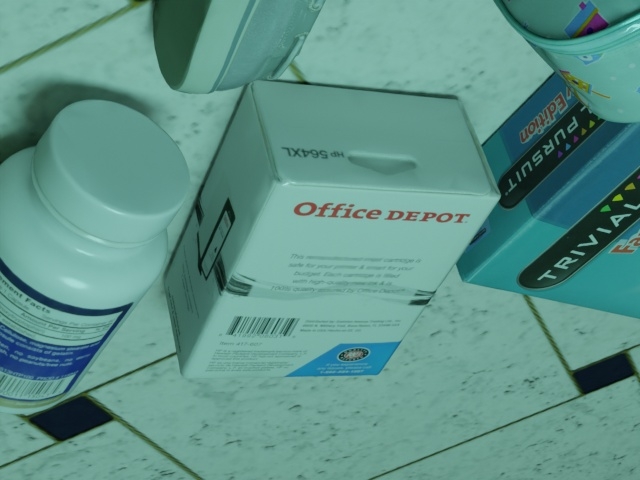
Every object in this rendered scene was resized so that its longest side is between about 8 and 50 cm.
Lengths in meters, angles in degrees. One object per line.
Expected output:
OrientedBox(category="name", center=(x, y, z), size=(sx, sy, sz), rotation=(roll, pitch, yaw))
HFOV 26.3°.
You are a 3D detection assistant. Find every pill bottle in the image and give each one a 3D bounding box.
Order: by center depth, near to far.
OrientedBox(category="pill bottle", center=(-0.154, 0.009, 0.800), size=(0.112, 0.112, 0.187), rotation=(10, 137, -33))

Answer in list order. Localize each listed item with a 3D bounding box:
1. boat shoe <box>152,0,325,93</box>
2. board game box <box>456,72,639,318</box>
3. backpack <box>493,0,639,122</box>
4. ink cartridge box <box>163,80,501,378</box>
OrientedBox(category="boat shoe", center=(-0.015, -0.156, 0.666), size=(0.081, 0.079, 0.227), rotation=(-6, 150, -30))
OrientedBox(category="board game box", center=(0.286, -0.045, 0.931), size=(0.336, 0.079, 0.254), rotation=(12, 137, -34))
OrientedBox(category="backpack", center=(0.164, -0.157, 0.647), size=(0.188, 0.166, 0.144), rotation=(-38, 139, 24))
OrientedBox(category="ink cartridge box", center=(0.000, 0.000, 0.871), size=(0.148, 0.086, 0.203), rotation=(3, 141, -24))
